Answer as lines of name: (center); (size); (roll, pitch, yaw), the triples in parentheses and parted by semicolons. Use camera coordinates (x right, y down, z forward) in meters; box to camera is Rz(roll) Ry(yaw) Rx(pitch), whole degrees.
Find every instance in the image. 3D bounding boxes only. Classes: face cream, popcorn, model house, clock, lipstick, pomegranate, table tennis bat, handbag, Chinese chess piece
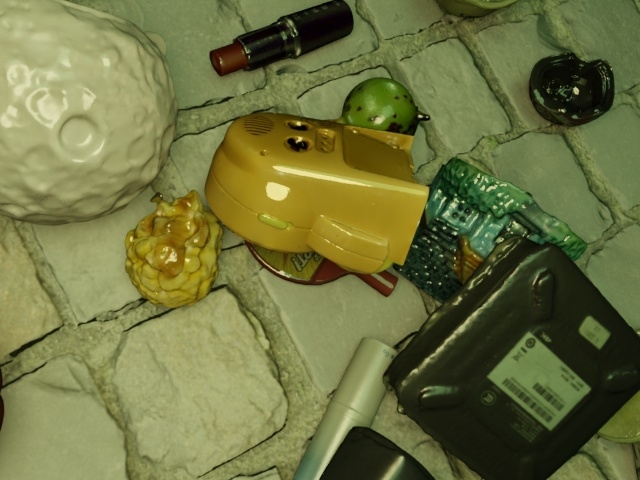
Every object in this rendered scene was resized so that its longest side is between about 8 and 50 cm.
face cream: (0.046, 0.283, 0.888); (0.077, 0.077, 0.250); (32, 69, -5)
popcorn: (-0.220, 0.014, 0.848); (0.180, 0.180, 0.170); (-51, 126, -22)
model house: (0.263, 0.025, 0.963); (0.261, 0.226, 0.241); (34, 93, -2)
clock: (-0.014, -0.088, 0.863); (0.317, 0.200, 0.244); (17, 30, -8)
lipstick: (-0.070, -0.379, 1.041); (0.300, 0.081, 0.081); (-30, 84, -21)
pomegranate: (0.081, -0.199, 1.001); (0.220, 0.156, 0.156); (-39, 88, -4)
table tennis bat: (0.000, 0.000, 0.981); (0.310, 0.038, 0.200); (33, 69, -1)
handbag: (0.080, 0.456, 0.757); (0.275, 0.178, 0.301); (48, 65, -27)
Chinese chess piece: (0.540, 0.291, 0.994); (0.058, 0.144, 0.144); (29, 64, -46)

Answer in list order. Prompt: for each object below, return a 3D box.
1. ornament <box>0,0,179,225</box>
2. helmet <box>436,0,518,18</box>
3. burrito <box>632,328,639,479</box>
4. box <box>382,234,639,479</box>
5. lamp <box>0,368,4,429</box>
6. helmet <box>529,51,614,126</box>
ornament: (-0.371, -0.176, 0.771); (0.337, 0.337, 0.336); (4, 74, -15)
helmet: (0.332, -0.551, 1.171); (0.258, 0.137, 0.204); (-10, 78, -11)
burrito: (0.636, 0.376, 1.016); (0.139, 0.101, 0.445); (12, 72, -28)
box: (0.322, 0.212, 0.879); (0.359, 0.091, 0.350); (41, 95, -18)
lamp: (-0.530, 0.201, 0.648); (0.303, 0.257, 0.302); (0, 89, 18)
helmet: (0.527, -0.311, 1.180); (0.177, 0.107, 0.153); (13, 74, 8)
